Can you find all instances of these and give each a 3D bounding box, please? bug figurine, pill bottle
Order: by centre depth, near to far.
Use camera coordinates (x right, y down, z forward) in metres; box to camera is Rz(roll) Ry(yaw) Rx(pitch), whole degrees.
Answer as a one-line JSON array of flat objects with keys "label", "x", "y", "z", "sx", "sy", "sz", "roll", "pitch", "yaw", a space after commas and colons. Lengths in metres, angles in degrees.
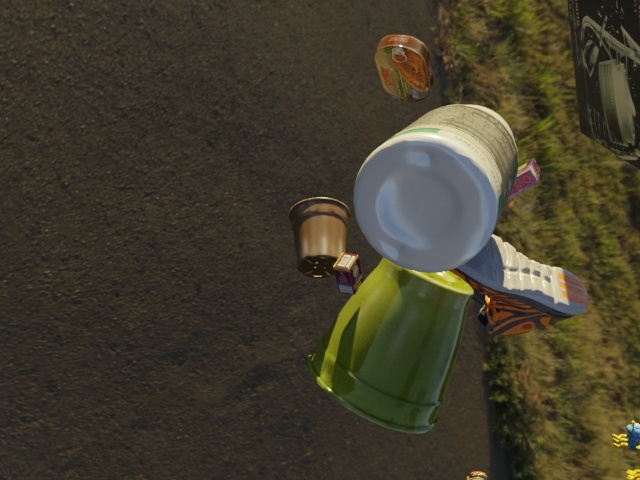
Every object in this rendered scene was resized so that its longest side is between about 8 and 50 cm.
[{"label": "pill bottle", "x": 0.206, "y": -0.107, "z": 0.923, "sx": 0.361, "sy": 0.204, "sz": 0.204, "roll": -42, "pitch": 111, "yaw": -57}, {"label": "bug figurine", "x": 0.900, "y": 0.591, "z": 1.462, "sx": 0.072, "sy": 0.279, "sz": 0.216, "roll": -26, "pitch": 116, "yaw": -26}]

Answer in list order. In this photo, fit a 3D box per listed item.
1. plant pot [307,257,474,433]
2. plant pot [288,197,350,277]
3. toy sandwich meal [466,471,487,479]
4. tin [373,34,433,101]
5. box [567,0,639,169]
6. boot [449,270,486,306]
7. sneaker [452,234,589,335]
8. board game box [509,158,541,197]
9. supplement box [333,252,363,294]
[{"label": "plant pot", "x": 0.204, "y": 0.224, "z": 1.446, "sx": 0.367, "sy": 0.366, "sz": 0.352, "roll": 15, "pitch": 105, "yaw": -39}, {"label": "plant pot", "x": 0.000, "y": 0.000, "z": 1.504, "sx": 0.167, "sy": 0.167, "sz": 0.165, "roll": 24, "pitch": 50, "yaw": -36}, {"label": "toy sandwich meal", "x": 0.488, "y": 0.760, "z": 1.780, "sx": 0.085, "sy": 0.086, "sz": 0.029, "roll": 60, "pitch": 17, "yaw": -16}, {"label": "tin", "x": 0.170, "y": -0.345, "z": 1.155, "sx": 0.189, "sy": 0.106, "sz": 0.040, "roll": 50, "pitch": 50, "yaw": -65}, {"label": "box", "x": 0.738, "y": -0.430, "z": 1.186, "sx": 0.471, "sy": 0.298, "sz": 0.479, "roll": -80, "pitch": 156, "yaw": -68}, {"label": "boot", "x": 0.455, "y": 0.076, "z": 1.631, "sx": 0.137, "sy": 0.077, "sz": 0.197, "roll": 33, "pitch": 88, "yaw": -2}, {"label": "sneaker", "x": 0.332, "y": 0.101, "z": 1.103, "sx": 0.321, "sy": 0.180, "sz": 0.124, "roll": 26, "pitch": 49, "yaw": -10}, {"label": "board game box", "x": 0.441, "y": -0.108, "z": 1.595, "sx": 0.056, "sy": 0.347, "sz": 0.208, "roll": 60, "pitch": 28, "yaw": 2}, {"label": "supplement box", "x": 0.066, "y": 0.079, "z": 1.344, "sx": 0.055, "sy": 0.043, "sz": 0.083, "roll": -55, "pitch": 143, "yaw": -40}]
